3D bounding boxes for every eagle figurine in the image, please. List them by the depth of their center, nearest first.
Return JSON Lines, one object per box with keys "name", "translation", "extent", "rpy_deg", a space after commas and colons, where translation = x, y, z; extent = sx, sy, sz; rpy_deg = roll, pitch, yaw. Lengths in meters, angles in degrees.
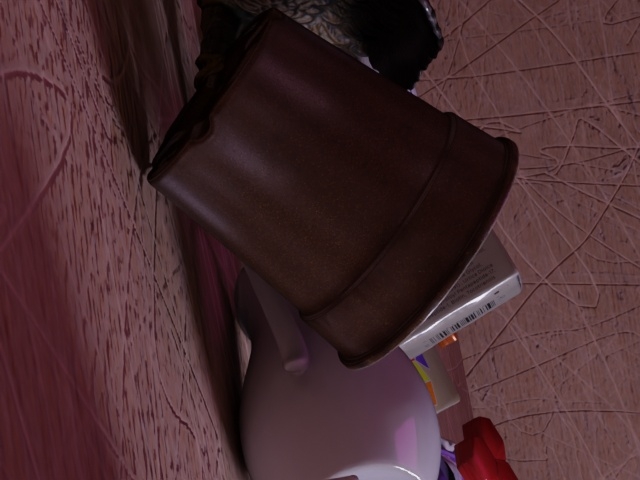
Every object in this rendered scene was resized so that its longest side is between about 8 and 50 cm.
{"name": "eagle figurine", "translation": [-0.005, -0.190, 1.170], "extent": [0.226, 0.298, 0.225], "rpy_deg": [48, 49, 1]}

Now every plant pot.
{"name": "plant pot", "translation": [0.000, -0.038, 1.079], "extent": [0.165, 0.167, 0.167], "rpy_deg": [36, 20, -13]}

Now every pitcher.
{"name": "pitcher", "translation": [-0.007, 0.083, 1.189], "extent": [0.178, 0.125, 0.207], "rpy_deg": [56, 10, -42]}

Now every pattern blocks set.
{"name": "pattern blocks set", "translation": [0.044, 0.072, 1.456], "extent": [0.285, 0.026, 0.325], "rpy_deg": [7, 57, -63]}

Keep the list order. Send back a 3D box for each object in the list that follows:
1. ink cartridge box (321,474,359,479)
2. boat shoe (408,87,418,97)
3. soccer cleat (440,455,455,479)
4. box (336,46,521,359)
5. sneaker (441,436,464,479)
{"name": "ink cartridge box", "translation": [-0.012, 0.269, 0.811], "extent": [0.198, 0.114, 0.273], "rpy_deg": [-78, 156, -72]}
{"name": "boat shoe", "translation": [0.055, -0.091, 1.968], "extent": [0.094, 0.109, 0.302], "rpy_deg": [23, 58, -79]}
{"name": "soccer cleat", "translation": [0.040, 0.149, 1.547], "extent": [0.116, 0.108, 0.318], "rpy_deg": [50, 23, -31]}
{"name": "box", "translation": [0.032, -0.055, 1.363], "extent": [0.275, 0.113, 0.094], "rpy_deg": [60, 3, 12]}
{"name": "sneaker", "translation": [0.082, 0.227, 1.750], "extent": [0.236, 0.095, 0.104], "rpy_deg": [55, 30, -60]}
